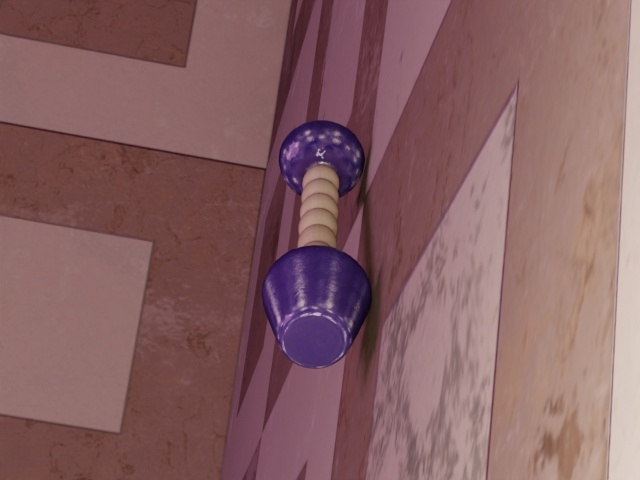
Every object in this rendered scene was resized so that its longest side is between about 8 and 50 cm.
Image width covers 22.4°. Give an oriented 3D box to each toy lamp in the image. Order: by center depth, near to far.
[{"bbox_3d":[0.000,0.000,1.191,0.275,0.080,0.080,-85,7,-59],"label":"toy lamp"}]
